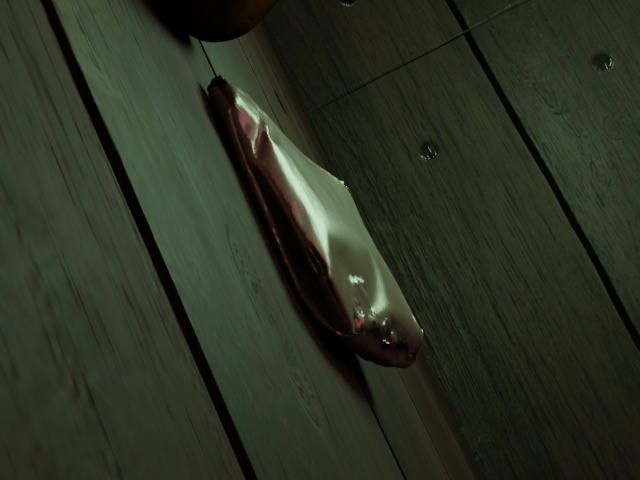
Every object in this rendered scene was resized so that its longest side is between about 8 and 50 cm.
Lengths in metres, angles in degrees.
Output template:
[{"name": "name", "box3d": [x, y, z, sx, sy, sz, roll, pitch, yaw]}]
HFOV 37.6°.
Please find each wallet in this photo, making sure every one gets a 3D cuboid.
[{"name": "wallet", "box3d": [0.002, -0.003, 0.918, 0.275, 0.068, 0.335, 62, 10, 27]}]

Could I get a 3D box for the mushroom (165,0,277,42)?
[{"name": "mushroom", "box3d": [-0.094, -0.316, 0.879, 0.254, 0.267, 0.267, 26, -17, 32]}]
